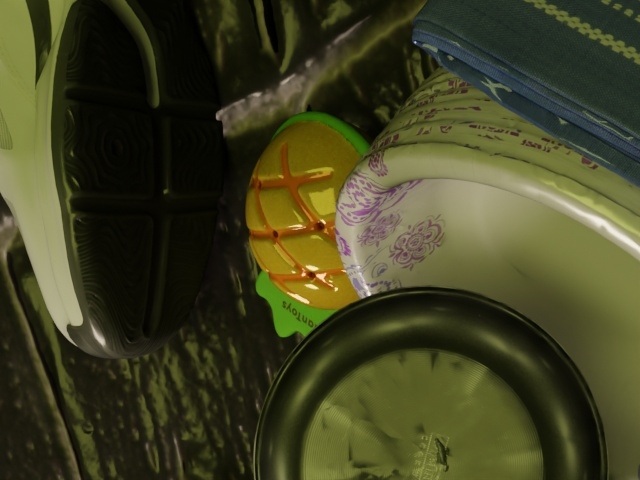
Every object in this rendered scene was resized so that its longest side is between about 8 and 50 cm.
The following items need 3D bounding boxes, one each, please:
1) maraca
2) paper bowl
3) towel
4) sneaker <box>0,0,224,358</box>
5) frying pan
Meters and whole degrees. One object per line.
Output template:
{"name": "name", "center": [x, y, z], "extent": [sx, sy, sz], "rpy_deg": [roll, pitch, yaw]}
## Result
{"name": "maraca", "center": [0.000, 0.000, 0.986], "extent": [0.127, 0.099, 0.186], "rpy_deg": [36, 130, 36]}
{"name": "paper bowl", "center": [0.160, 0.005, 0.843], "extent": [0.284, 0.284, 0.148], "rpy_deg": [27, 62, 19]}
{"name": "towel", "center": [0.235, -0.159, 0.737], "extent": [0.243, 0.040, 0.336], "rpy_deg": [34, 70, 21]}
{"name": "sneaker", "center": [-0.229, -0.123, 1.058], "extent": [0.257, 0.169, 0.448], "rpy_deg": [-13, 82, 33]}
{"name": "frying pan", "center": [0.107, 0.162, 0.774], "extent": [0.326, 0.053, 0.197], "rpy_deg": [38, 92, 11]}
